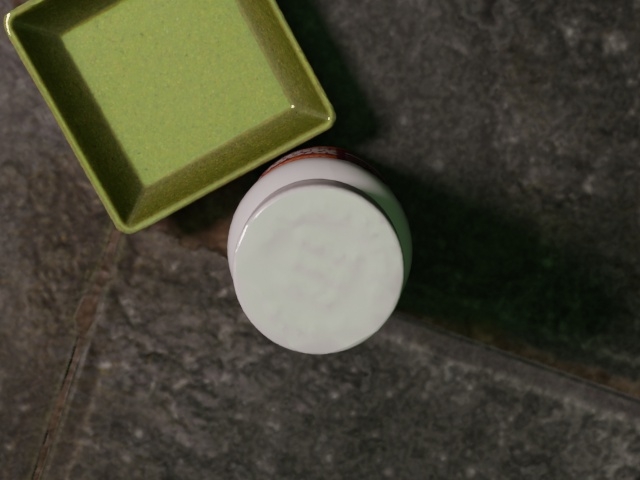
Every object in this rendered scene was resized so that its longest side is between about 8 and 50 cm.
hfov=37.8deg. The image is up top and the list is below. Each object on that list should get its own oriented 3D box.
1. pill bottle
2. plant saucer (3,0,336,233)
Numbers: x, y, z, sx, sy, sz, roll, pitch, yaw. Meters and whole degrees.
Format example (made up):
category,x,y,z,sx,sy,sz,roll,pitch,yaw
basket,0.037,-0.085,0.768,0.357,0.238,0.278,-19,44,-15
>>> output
category,x,y,z,sx,sy,sz,roll,pitch,yaw
pill bottle,0.000,0.000,0.645,0.121,0.221,0.121,0,99,1
plant saucer,-0.111,-0.129,0.714,0.188,0.045,0.188,-28,96,5
